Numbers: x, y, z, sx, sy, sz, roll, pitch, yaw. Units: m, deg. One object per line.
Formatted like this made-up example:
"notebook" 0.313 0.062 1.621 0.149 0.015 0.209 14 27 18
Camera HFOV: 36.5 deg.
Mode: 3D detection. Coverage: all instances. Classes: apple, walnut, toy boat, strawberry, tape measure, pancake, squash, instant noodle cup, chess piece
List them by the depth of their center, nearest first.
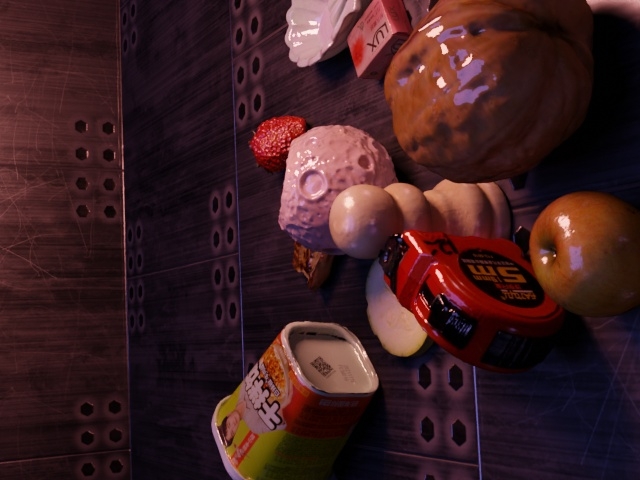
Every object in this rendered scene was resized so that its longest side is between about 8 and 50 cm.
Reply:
"apple" 0.386 0.020 1.357 0.182 0.155 0.182 178 90 -76
"walnut" 0.252 -0.238 1.471 0.344 0.306 0.306 -28 65 55
"tape measure" 0.246 0.093 1.499 0.260 0.253 0.114 59 135 44
"chess piece" 0.156 -0.033 1.621 0.167 0.300 0.167 -6 84 60
"squash" 0.166 0.119 1.878 0.219 0.041 0.219 4 95 57
"instant noodle cup" -0.045 0.344 2.046 0.308 0.294 0.294 -59 40 32
"toy boat" 0.024 -0.480 2.077 0.290 0.100 0.199 -21 72 61
"pancake" 0.000 0.000 2.162 0.257 0.056 0.212 138 134 -62
"strawberry" -0.092 -0.234 2.290 0.131 0.148 0.131 -20 -90 -82

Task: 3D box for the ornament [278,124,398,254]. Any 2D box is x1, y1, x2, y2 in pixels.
"ornament" 0.038 -0.099 1.907 0.259 0.225 0.259 -171 90 -89

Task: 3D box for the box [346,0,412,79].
"box" 0.118 -0.407 1.947 0.156 0.060 0.111 -50 49 50
